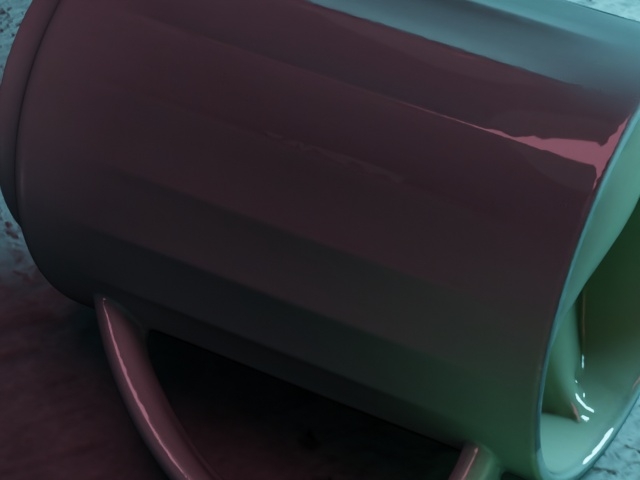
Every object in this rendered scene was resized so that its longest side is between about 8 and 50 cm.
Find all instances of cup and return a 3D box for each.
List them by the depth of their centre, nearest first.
[{"bbox_3d":[0.000,0.000,0.932,0.327,0.237,0.323,20,75,23],"label":"cup"}]
